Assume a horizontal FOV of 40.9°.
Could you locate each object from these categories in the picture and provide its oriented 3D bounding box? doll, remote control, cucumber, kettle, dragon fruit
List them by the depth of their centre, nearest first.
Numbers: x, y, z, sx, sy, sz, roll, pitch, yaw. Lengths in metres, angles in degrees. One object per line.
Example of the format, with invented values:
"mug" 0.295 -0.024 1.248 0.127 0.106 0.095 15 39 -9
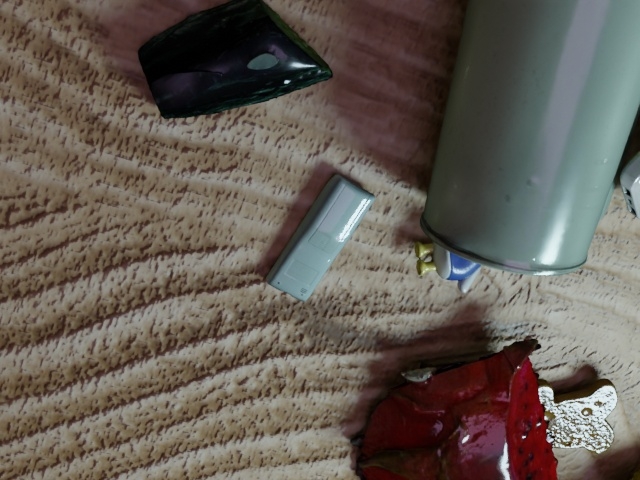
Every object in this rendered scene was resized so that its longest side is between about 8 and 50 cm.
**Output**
"cucumber" -0.091 -0.190 0.913 0.193 0.086 0.115 -17 116 3
"kettle" 0.248 -0.148 0.952 0.205 0.265 0.318 16 111 17
"remote control" 0.000 0.000 1.032 0.061 0.029 0.162 28 105 -18
"doll" 0.188 0.013 1.061 0.143 0.057 0.098 -9 93 -9
"dragon fruit" 0.188 0.313 1.146 0.282 0.100 0.343 -14 116 10

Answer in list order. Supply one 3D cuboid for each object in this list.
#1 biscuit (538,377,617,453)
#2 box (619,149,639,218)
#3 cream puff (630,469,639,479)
"biscuit" 0.310 0.250 1.195 0.205 0.031 0.138 -8 115 -6
"box" 0.466 -0.149 1.013 0.285 0.044 0.142 -46 152 4
"cream puff" 0.569 0.518 1.227 0.378 0.275 0.378 -4 110 -10
